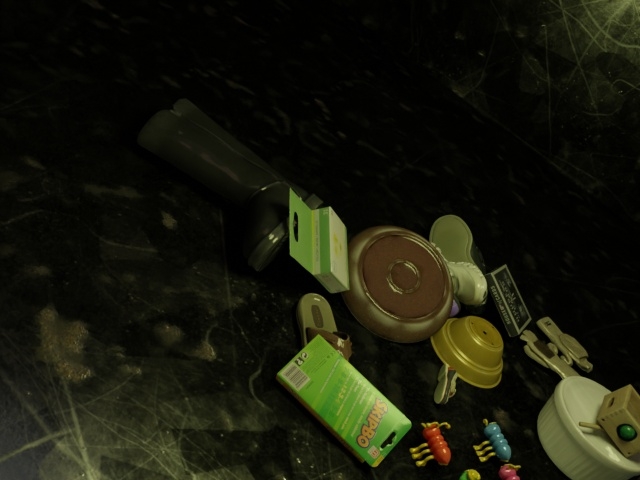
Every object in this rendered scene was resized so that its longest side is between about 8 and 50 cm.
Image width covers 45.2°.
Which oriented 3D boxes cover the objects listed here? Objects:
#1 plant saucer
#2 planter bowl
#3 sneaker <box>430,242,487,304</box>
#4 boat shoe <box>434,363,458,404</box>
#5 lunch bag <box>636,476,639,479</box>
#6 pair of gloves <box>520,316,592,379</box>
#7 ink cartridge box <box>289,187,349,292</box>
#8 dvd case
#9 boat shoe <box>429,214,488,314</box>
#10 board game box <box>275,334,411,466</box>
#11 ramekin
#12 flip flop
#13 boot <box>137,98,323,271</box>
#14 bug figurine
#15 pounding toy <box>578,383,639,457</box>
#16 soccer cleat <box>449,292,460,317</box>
[{"bbox_3d":[0.195,0.094,1.872,0.310,0.050,0.311,9,62,-18],"label":"plant saucer"},{"bbox_3d":[0.389,0.255,1.922,0.217,0.090,0.217,25,32,-17],"label":"planter bowl"},{"bbox_3d":[0.315,0.092,2.022,0.118,0.110,0.292,-3,20,-34],"label":"sneaker"},{"bbox_3d":[0.292,0.335,1.764,0.043,0.049,0.137,35,26,-3],"label":"boat shoe"},{"bbox_3d":[0.843,0.680,1.763,0.221,0.138,0.293,-9,64,-51],"label":"lunch bag"},{"bbox_3d":[0.660,0.314,2.147,0.204,0.042,0.240,43,30,20],"label":"pair of gloves"},{"bbox_3d":[0.000,0.000,1.749,0.235,0.056,0.171,50,34,-57],"label":"ink cartridge box"},{"bbox_3d":[0.519,0.161,2.123,0.179,0.029,0.238,66,22,5],"label":"dvd case"},{"bbox_3d":[0.401,0.071,2.177,0.340,0.127,0.113,-110,173,-47],"label":"boat shoe"},{"bbox_3d":[0.046,0.316,1.513,0.259,0.039,0.124,41,62,15],"label":"board game box"},{"bbox_3d":[0.642,0.466,1.835,0.273,0.127,0.273,25,32,-17],"label":"ramekin"},{"bbox_3d":[0.020,0.212,1.634,0.112,0.080,0.277,14,40,-30],"label":"flip flop"},{"bbox_3d":[-0.241,-0.145,1.817,0.445,0.146,0.367,39,23,2],"label":"boot"},{"bbox_3d":[0.329,0.462,1.596,0.279,0.072,0.216,9,40,-37],"label":"bug figurine"},{"bbox_3d":[0.678,0.413,1.744,0.130,0.100,0.141,53,35,2],"label":"pounding toy"},{"bbox_3d":[0.209,0.118,1.951,0.318,0.108,0.116,35,53,-5],"label":"soccer cleat"}]
